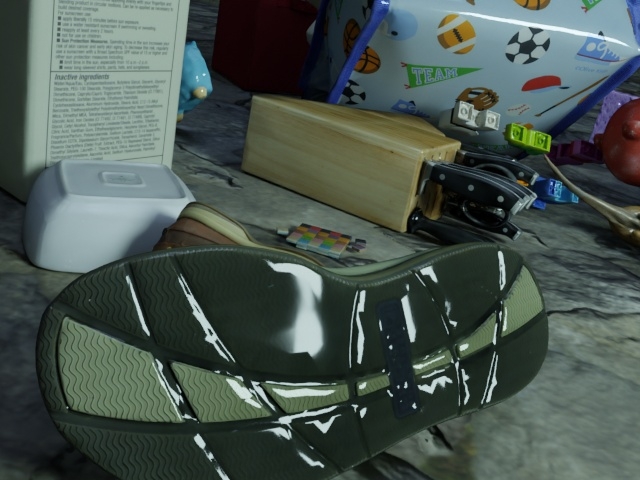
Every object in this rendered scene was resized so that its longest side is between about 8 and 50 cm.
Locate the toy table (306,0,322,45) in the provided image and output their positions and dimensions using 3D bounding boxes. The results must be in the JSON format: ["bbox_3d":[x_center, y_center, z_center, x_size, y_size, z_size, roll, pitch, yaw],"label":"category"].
[{"bbox_3d":[0.076,-0.343,1.188,0.252,0.161,0.274,8,59,26],"label":"toy table"}]

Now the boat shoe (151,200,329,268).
[{"bbox_3d":[-0.041,0.037,0.507,0.178,0.064,0.060,27,59,25],"label":"boat shoe"}]

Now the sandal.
[{"bbox_3d":[0.001,0.062,0.412,0.302,0.120,0.086,-1,-3,-35],"label":"sandal"}]

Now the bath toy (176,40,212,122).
[{"bbox_3d":[-0.289,-0.179,0.826,0.151,0.129,0.348,-28,-6,39],"label":"bath toy"}]

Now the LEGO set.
[{"bbox_3d":[0.226,-0.091,0.915,0.227,0.087,0.093,13,-8,-26],"label":"LEGO set"}]

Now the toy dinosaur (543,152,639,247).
[{"bbox_3d":[0.341,-0.020,0.839,0.211,0.064,0.112,22,6,-31],"label":"toy dinosaur"}]

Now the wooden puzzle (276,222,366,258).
[{"bbox_3d":[0.000,0.000,0.682,0.083,0.006,0.049,16,21,11],"label":"wooden puzzle"}]

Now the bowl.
[{"bbox_3d":[-0.161,-0.026,0.603,0.142,0.053,0.142,1,22,-22],"label":"bowl"}]

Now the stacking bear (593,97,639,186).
[{"bbox_3d":[0.466,-0.085,0.870,0.289,0.164,0.175,20,2,-1],"label":"stacking bear"}]

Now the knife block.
[{"bbox_3d":[0.070,-0.066,0.773,0.275,0.088,0.242,6,21,-15],"label":"knife block"}]

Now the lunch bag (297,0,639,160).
[{"bbox_3d":[0.160,-0.243,0.971,0.327,0.239,0.385,8,-23,-10],"label":"lunch bag"}]

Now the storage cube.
[{"bbox_3d":[-0.072,-0.375,1.356,0.183,0.193,0.215,-1,25,-29],"label":"storage cube"}]

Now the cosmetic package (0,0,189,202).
[{"bbox_3d":[-0.210,-0.201,0.667,0.113,0.309,0.160,25,25,35],"label":"cosmetic package"}]

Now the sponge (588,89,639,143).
[{"bbox_3d":[0.552,-0.164,1.234,0.210,0.117,0.031,25,23,32],"label":"sponge"}]
